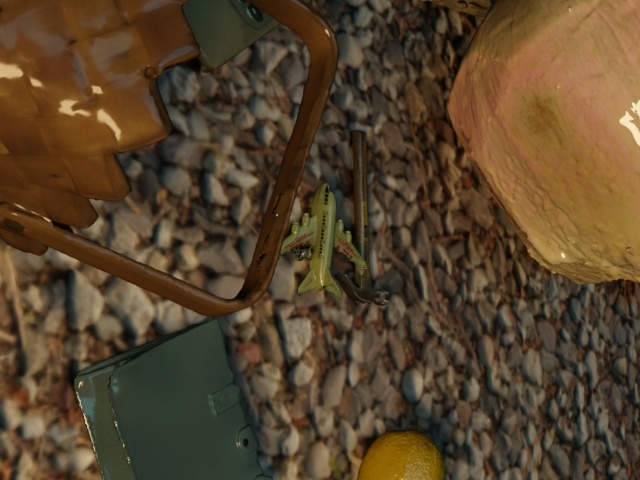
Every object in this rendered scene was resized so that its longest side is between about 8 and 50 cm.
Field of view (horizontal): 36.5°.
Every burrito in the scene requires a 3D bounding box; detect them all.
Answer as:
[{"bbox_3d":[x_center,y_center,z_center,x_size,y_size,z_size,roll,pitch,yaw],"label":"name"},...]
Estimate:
[{"bbox_3d":[0.147,-0.293,1.123,0.149,0.041,0.055,0,95,-46],"label":"burrito"}]

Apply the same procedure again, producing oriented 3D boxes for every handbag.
[{"bbox_3d":[-0.106,0.187,0.793,0.144,0.057,0.221,-24,96,-50],"label":"handbag"}]

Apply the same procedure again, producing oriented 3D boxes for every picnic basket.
[{"bbox_3d":[-0.143,-0.116,0.652,0.321,0.291,0.254,28,64,-25],"label":"picnic basket"}]

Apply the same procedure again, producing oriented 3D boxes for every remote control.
[{"bbox_3d":[-0.052,-0.275,0.939,0.285,0.038,0.123,-44,112,-38],"label":"remote control"}]

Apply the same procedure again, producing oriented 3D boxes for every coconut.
[{"bbox_3d":[0.333,-0.169,1.039,0.405,0.405,0.404,10,75,-41],"label":"coconut"}]

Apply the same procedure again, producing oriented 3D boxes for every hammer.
[{"bbox_3d":[0.039,-0.025,0.989,0.062,0.017,0.182,9,74,-41],"label":"hammer"}]

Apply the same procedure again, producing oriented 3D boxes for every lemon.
[{"bbox_3d":[0.078,0.225,0.929,0.082,0.082,0.110,38,60,-31],"label":"lemon"}]

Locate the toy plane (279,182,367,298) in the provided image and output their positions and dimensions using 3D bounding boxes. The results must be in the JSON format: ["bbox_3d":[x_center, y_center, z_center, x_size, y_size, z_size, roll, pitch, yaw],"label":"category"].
[{"bbox_3d":[0.000,0.000,0.929,0.102,0.040,0.111,10,73,-37],"label":"toy plane"}]

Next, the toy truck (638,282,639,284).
[{"bbox_3d":[0.513,-0.058,1.290,0.212,0.204,0.287,17,79,-45],"label":"toy truck"}]
